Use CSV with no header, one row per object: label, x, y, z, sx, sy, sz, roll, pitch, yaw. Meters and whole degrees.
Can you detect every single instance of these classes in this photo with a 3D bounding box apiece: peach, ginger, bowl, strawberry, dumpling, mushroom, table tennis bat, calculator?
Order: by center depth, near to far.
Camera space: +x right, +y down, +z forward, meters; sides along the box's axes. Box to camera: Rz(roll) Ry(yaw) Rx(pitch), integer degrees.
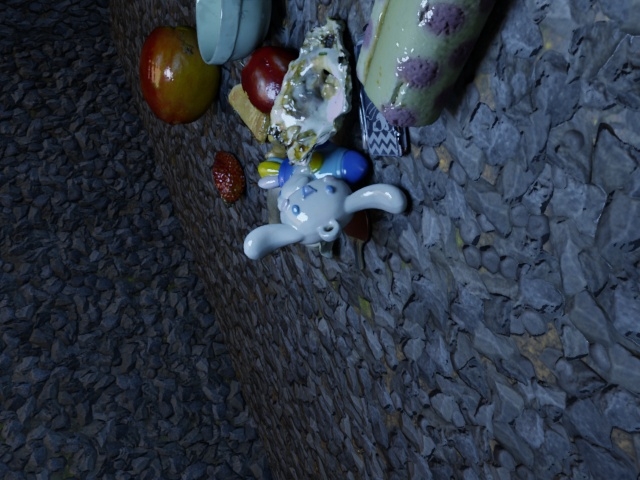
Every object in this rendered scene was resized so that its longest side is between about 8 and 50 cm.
calculator,0.129,-0.321,1.233,0.165,0.028,0.274,21,122,63
table tennis bat,0.097,-0.027,1.484,0.130,0.019,0.221,22,123,59
bowl,-0.236,-0.631,1.514,0.307,0.163,0.307,5,96,64
peach,-0.129,-0.454,1.529,0.154,0.158,0.267,-54,46,34
dumpling,-0.001,0.001,1.612,0.134,0.099,0.169,63,158,-7
ginger,-0.113,-0.264,1.688,0.299,0.117,0.065,116,137,-66
mushroom,-0.122,-0.132,1.786,0.247,0.108,0.096,113,175,-51
peach,-0.530,-0.618,2.099,0.372,0.289,0.373,173,90,-65
strawberry,-0.346,-0.253,2.180,0.175,0.106,0.236,-16,-89,-78

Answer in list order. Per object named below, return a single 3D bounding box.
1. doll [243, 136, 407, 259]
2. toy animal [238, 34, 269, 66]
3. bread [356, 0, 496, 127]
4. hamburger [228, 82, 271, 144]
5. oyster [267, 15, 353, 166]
doll,-0.013,-0.135,1.366,0.366,0.375,0.187,-103,10,-46
toy animal,-0.194,-0.555,1.713,0.105,0.070,0.202,51,148,3
bread,0.181,-0.371,0.944,0.338,0.155,0.187,107,148,-53
hamburger,-0.186,-0.417,1.734,0.262,0.124,0.131,54,130,28
oyster,0.000,-0.344,1.318,0.201,0.107,0.355,30,103,36
